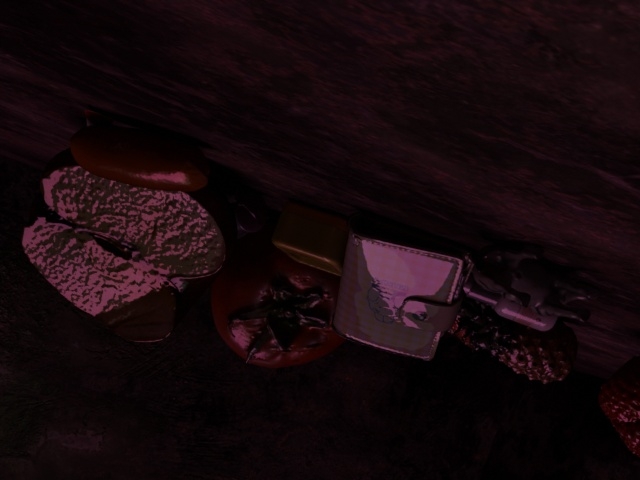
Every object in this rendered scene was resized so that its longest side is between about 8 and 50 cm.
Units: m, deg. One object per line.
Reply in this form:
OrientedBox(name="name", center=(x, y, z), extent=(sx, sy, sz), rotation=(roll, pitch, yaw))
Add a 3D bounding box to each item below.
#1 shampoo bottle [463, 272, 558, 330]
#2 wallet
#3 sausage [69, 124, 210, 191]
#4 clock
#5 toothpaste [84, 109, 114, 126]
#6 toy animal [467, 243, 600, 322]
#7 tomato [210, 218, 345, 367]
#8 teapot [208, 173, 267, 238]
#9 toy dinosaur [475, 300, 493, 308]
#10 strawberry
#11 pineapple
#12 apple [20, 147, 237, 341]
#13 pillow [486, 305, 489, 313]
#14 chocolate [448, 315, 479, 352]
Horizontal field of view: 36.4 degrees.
OrientedBox(name="shampoo bottle", center=(0.335, 0.101, 1.760), extent=(0.192, 0.074, 0.074), rotation=(21, 175, 2))
OrientedBox(name="wallet", center=(0.135, 0.089, 1.695), extent=(0.223, 0.077, 0.309), rotation=(19, 144, 7))
OrientedBox(name="sausage", center=(-0.280, -0.129, 1.515), extent=(0.238, 0.098, 0.098), rotation=(13, 173, 20))
OrientedBox(name="clock", center=(0.000, 0.000, 1.838), extent=(0.143, 0.096, 0.202), rotation=(21, 174, 14))
OrientedBox(name="toothpaste", center=(-0.366, -0.189, 1.601), extent=(0.048, 0.031, 0.190), rotation=(19, 173, -13))
OrientedBox(name="toy animal", center=(0.329, 0.072, 1.416), extent=(0.255, 0.089, 0.170), rotation=(28, 175, -40))
OrientedBox(name="tomato", center=(-0.079, 0.119, 2.179), extent=(0.341, 0.341, 0.273), rotation=(21, -169, -13))
OrientedBox(name="teapot", center=(-0.173, -0.068, 1.868), extent=(0.146, 0.148, 0.116), rotation=(-2, -163, 46))
OrientedBox(name="toy dinosaur", center=(0.347, 0.117, 2.046), extent=(0.180, 0.037, 0.058), rotation=(38, -153, 32))
OrientedBox(name="strawberry", center=(0.696, 0.337, 1.932), extent=(0.239, 0.250, 0.288), rotation=(-17, 165, -24))
OrientedBox(name="pineapple", center=(0.400, 0.201, 2.146), extent=(0.340, 0.169, 0.169), rotation=(23, 174, -22))
OrientedBox(name="apple", center=(-0.345, -0.008, 1.744), extent=(0.365, 0.328, 0.295), rotation=(29, 171, -4))
OrientedBox(name="pillow", center=(0.410, 0.170, 2.304), extent=(0.091, 0.055, 0.136), rotation=(18, 177, -11))
OrientedBox(name="chocolate", center=(0.397, 0.228, 2.636), extent=(0.133, 0.124, 0.127), rotation=(44, -149, 4))
